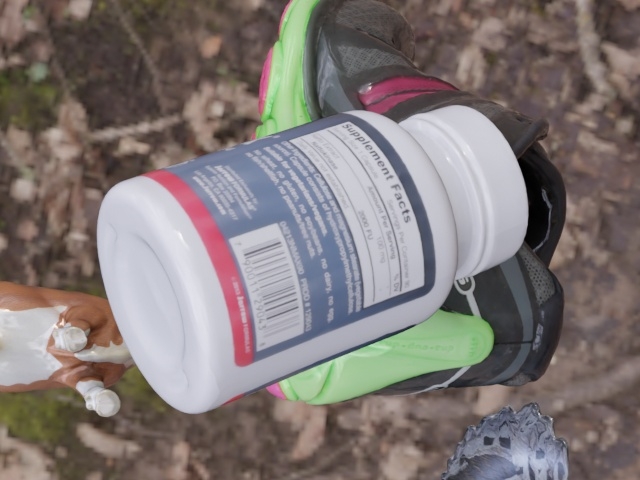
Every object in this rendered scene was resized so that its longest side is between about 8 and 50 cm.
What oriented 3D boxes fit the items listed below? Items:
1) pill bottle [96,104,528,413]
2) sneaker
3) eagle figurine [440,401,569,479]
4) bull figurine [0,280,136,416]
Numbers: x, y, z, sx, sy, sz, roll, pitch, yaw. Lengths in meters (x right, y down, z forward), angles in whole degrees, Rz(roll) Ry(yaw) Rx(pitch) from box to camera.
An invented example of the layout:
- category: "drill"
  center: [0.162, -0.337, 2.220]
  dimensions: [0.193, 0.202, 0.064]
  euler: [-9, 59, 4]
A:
- category: "pill bottle"
  center: [0.000, 0.000, 0.676]
  dimensions: [0.108, 0.180, 0.108]
  euler: [40, 140, 45]
- category: "sneaker"
  center: [0.053, -0.031, 0.985]
  dimensions: [0.483, 0.202, 0.185]
  euler: [-93, 14, -61]
- category: "eagle figurine"
  center: [0.200, 0.314, 1.207]
  dimensions: [0.225, 0.226, 0.298]
  euler: [0, 62, 35]
- category: "bull figurine"
  center: [-0.248, 0.088, 1.303]
  dimensions: [0.188, 0.310, 0.101]
  euler: [-122, 32, -80]
